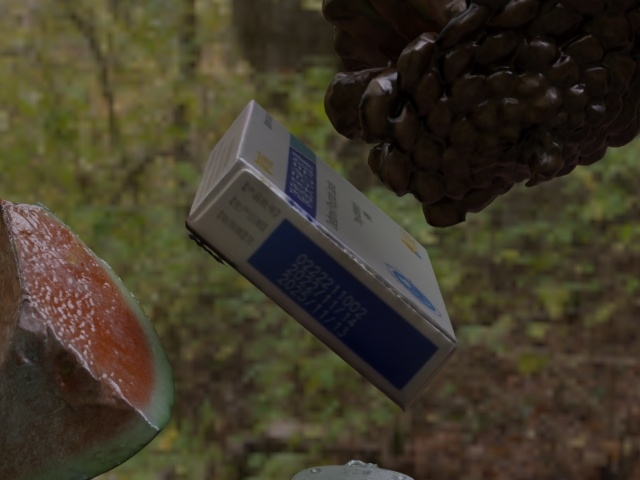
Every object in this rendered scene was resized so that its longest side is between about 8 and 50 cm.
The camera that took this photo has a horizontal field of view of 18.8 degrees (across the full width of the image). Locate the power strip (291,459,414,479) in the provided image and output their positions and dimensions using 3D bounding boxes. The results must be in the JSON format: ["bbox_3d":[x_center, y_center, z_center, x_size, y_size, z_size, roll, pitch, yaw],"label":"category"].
[{"bbox_3d":[0.000,0.193,1.092,0.080,0.029,0.227,2,25,15],"label":"power strip"}]

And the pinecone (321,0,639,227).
[{"bbox_3d":[0.084,-0.098,0.935,0.179,0.150,0.195,-28,7,5],"label":"pinecone"}]

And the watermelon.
[{"bbox_3d":[-0.199,0.090,1.309,0.128,0.146,0.231,32,19,-34],"label":"watermelon"}]

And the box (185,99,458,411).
[{"bbox_3d":[0.000,0.000,1.435,0.200,0.065,0.343,41,8,-8],"label":"box"}]
